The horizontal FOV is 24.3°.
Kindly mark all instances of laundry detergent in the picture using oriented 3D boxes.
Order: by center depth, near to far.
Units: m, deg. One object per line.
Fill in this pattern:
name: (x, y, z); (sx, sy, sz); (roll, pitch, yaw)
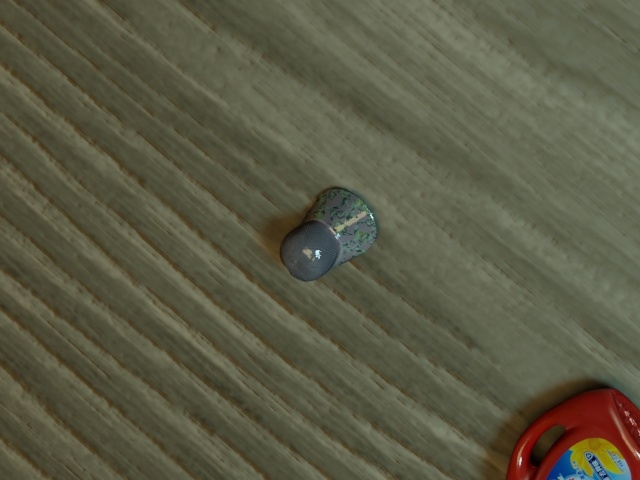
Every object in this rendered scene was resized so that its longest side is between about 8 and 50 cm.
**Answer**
laundry detergent: (0.187, 0.187, 1.173); (0.165, 0.049, 0.097); (-37, 84, 30)

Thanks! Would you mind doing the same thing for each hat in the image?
hat: (0.002, -0.001, 1.189); (0.087, 0.042, 0.058); (-35, 92, 28)
